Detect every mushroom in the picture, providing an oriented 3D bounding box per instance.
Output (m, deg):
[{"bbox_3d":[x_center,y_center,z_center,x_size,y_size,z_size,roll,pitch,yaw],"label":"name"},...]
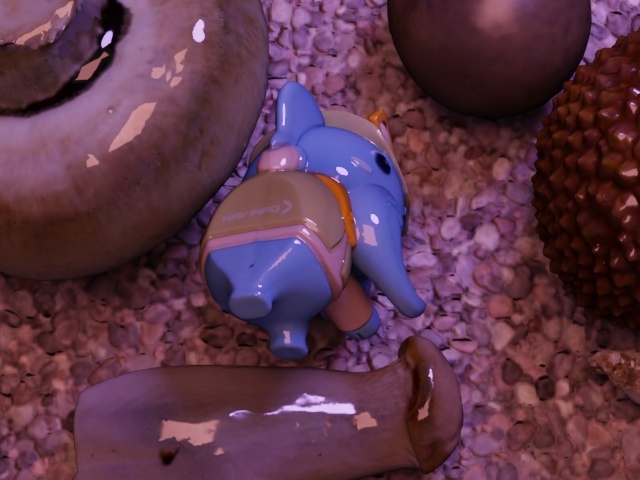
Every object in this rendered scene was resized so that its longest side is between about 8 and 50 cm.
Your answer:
[{"bbox_3d":[-0.206,-0.142,1.562,0.352,0.260,0.352,-5,64,10],"label":"mushroom"},{"bbox_3d":[-0.047,0.166,1.559,0.328,0.122,0.159,-11,110,2],"label":"mushroom"}]

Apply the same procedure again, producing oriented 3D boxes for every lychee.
[{"bbox_3d":[0.290,-0.050,1.510,0.267,0.267,0.267,-1,74,4],"label":"lychee"}]

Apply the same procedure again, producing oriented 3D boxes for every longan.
[{"bbox_3d":[0.137,-0.190,1.606,0.167,0.167,0.187,-28,76,-4],"label":"longan"}]

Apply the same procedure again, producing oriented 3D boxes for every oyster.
[{"bbox_3d":[0.323,0.120,1.559,0.200,0.061,0.106,-12,75,1],"label":"oyster"}]

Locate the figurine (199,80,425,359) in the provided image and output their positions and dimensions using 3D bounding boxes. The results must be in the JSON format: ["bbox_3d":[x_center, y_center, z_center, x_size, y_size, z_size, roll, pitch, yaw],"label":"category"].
[{"bbox_3d":[-0.004,0.000,1.540,0.180,0.154,0.262,37,40,-19],"label":"figurine"}]
